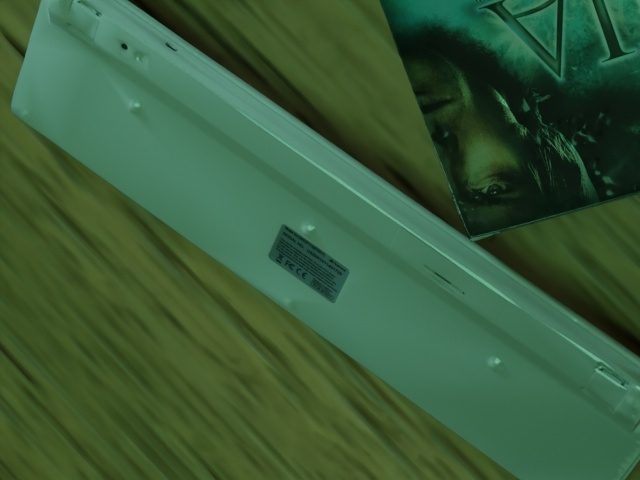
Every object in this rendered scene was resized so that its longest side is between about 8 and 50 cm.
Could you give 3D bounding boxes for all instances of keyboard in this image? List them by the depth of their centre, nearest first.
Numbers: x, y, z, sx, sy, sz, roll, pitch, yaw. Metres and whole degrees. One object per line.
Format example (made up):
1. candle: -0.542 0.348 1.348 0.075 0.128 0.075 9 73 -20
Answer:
1. keyboard: 0.000 0.000 0.588 0.256 0.014 0.072 36 137 12

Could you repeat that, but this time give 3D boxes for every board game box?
1. board game box: 0.107 -0.081 0.505 0.186 0.026 0.126 -17 99 30
